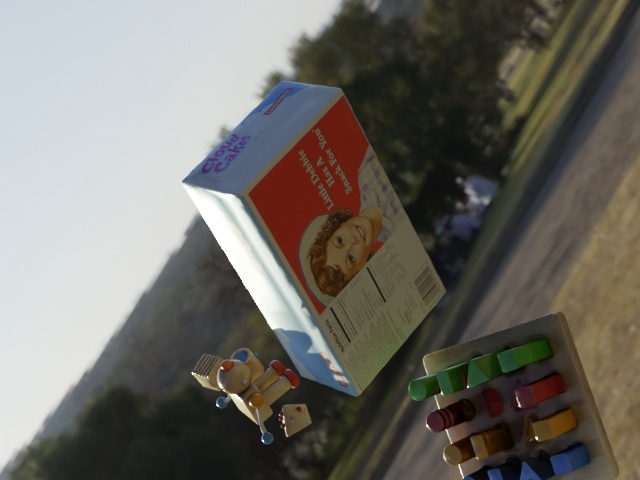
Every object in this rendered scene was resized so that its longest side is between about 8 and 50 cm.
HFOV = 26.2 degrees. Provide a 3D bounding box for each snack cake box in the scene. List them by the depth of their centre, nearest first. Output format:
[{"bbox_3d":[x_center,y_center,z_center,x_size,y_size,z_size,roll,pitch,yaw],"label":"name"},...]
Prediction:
[{"bbox_3d":[0.000,0.000,1.302,0.089,0.264,0.152,14,53,46],"label":"snack cake box"}]

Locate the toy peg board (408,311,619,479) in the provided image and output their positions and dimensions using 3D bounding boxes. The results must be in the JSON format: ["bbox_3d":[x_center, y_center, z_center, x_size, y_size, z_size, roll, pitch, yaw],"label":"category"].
[{"bbox_3d":[0.167,0.169,1.282,0.161,0.160,0.079,-23,-7,39],"label":"toy peg board"}]

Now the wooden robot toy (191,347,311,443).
[{"bbox_3d":[-0.079,0.142,1.436,0.076,0.079,0.173,-46,39,-13],"label":"wooden robot toy"}]
